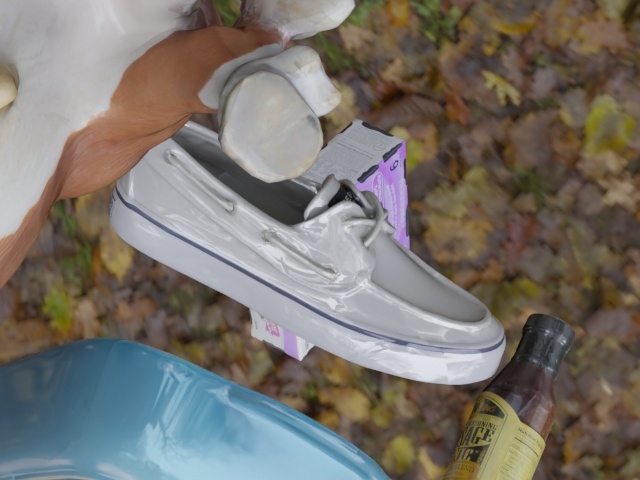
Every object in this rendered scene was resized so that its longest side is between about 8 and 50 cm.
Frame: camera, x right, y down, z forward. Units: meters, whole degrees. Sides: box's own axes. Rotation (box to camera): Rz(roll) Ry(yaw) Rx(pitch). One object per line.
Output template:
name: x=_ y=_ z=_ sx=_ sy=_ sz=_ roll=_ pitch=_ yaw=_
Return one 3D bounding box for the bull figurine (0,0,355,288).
bull figurine: x=-0.120 y=-0.006 z=0.364 sx=0.310 sy=0.188 sz=0.101 roll=-45 pitch=113 yaw=-30

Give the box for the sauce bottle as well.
sauce bottle: x=0.092 y=0.097 z=0.840 sx=0.042 sy=0.042 sz=0.128 roll=37 pitch=64 yaw=-24

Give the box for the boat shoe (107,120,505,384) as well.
boat shoe: x=0.000 y=0.000 z=1.059 sx=0.267 sy=0.096 sz=0.088 roll=27 pitch=117 yaw=8

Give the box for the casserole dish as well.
casserole dish: x=-0.047 y=0.076 z=0.501 sx=0.114 sy=0.188 sz=0.037 roll=34 pitch=68 yaw=-18

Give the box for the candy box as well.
candy box: x=0.007 y=-0.001 z=1.744 sx=0.196 sy=0.070 sz=0.165 roll=-43 pitch=145 yaw=-33
